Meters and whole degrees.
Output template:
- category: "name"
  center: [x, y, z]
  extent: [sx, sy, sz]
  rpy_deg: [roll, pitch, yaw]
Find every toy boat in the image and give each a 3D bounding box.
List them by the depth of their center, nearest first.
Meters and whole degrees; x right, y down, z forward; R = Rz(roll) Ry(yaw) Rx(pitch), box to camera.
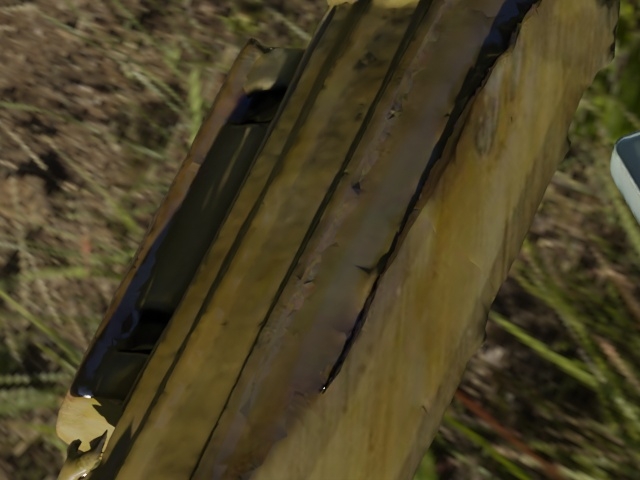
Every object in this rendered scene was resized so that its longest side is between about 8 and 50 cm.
- category: "toy boat"
  center: [0.000, 0.000, 0.838]
  extent: [0.136, 0.162, 0.445]
  rpy_deg: [49, 59, -42]

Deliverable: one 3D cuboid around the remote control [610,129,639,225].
- category: "remote control"
  center: [0.136, 0.036, 0.519]
  extent: [0.065, 0.166, 0.029]
  rpy_deg: [-18, 152, -16]
